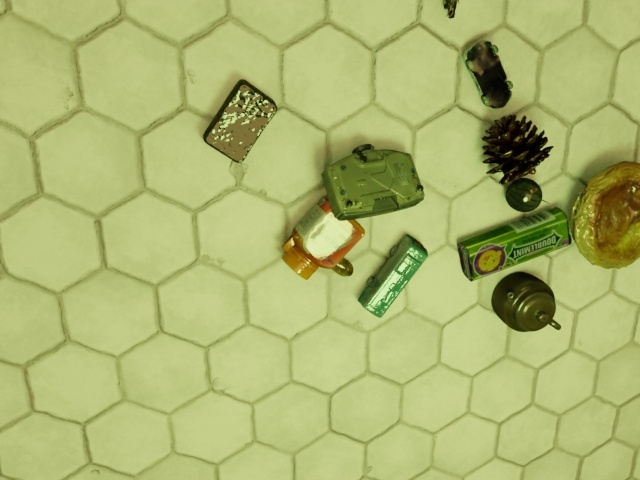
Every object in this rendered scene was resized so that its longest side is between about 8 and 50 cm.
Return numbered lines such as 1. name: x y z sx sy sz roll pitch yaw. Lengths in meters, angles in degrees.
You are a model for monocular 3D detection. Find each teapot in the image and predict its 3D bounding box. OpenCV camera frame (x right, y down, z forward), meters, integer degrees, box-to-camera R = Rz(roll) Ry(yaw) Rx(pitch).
1. teapot: 0.683 0.220 1.867 0.268 0.175 0.185 31 102 -21

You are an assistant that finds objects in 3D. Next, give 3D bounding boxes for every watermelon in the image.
1. watermelon: 0.633 -0.134 1.759 0.133 0.105 0.105 20 104 2

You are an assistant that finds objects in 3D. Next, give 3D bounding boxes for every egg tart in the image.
1. egg tart: 0.933 -0.082 1.833 0.352 0.150 0.351 -3 104 -13

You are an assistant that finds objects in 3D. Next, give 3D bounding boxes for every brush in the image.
1. brush: -0.210 -0.311 1.520 0.123 0.059 0.197 31 100 -23

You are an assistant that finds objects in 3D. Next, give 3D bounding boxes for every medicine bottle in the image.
1. medicine bottle: 0.000 0.000 1.653 0.149 0.112 0.222 41 96 -21

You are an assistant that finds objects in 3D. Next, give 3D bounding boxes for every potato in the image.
1. potato: 0.064 0.079 1.736 0.083 0.040 0.051 32 94 -23

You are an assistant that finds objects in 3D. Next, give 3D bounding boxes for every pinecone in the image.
1. pinecone: 0.554 -0.266 1.662 0.208 0.207 0.207 -4 110 -12

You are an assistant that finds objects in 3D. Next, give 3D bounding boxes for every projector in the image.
1. projector: 0.146 -0.169 1.595 0.270 0.088 0.193 -12 78 -23

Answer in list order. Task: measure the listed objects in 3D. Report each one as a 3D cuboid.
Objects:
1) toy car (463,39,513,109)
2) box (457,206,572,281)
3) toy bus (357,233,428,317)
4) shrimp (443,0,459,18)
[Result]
1. toy car: 0.475 -0.465 1.633 0.095 0.056 0.204 -34 117 0
2. box: 0.612 0.012 1.815 0.346 0.097 0.134 -19 114 -7
3. toy bus: 0.222 0.109 1.753 0.091 0.109 0.261 33 98 -16
4. shrimp: 0.401 -0.694 1.540 0.150 0.051 0.217 10 103 -24
